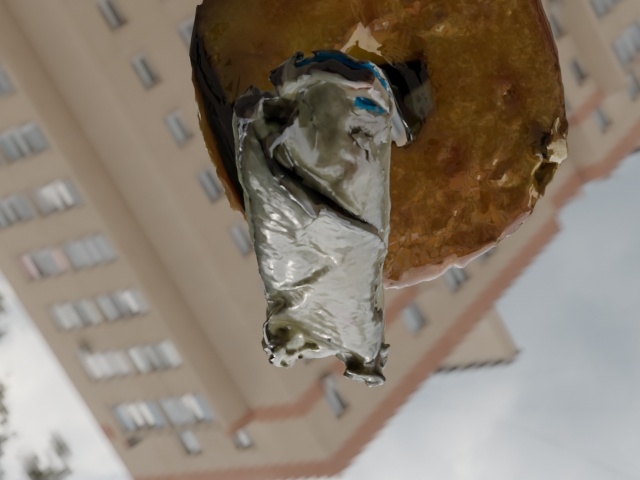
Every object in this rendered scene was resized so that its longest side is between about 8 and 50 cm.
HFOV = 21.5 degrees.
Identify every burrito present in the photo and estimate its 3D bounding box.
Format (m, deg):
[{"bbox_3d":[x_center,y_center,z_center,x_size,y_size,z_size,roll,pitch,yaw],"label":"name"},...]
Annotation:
[{"bbox_3d":[0.000,-0.002,0.585,0.051,0.171,0.042,0,-122,3],"label":"burrito"}]

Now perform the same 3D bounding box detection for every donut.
[{"bbox_3d":[0.035,-0.096,1.061,0.253,0.253,0.118,-32,-169,-8],"label":"donut"}]
